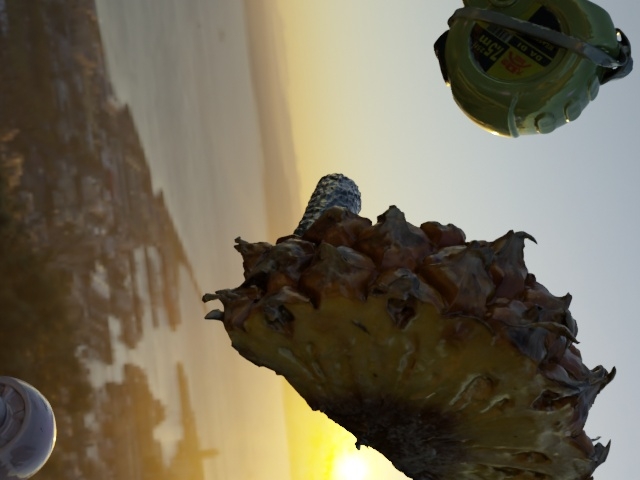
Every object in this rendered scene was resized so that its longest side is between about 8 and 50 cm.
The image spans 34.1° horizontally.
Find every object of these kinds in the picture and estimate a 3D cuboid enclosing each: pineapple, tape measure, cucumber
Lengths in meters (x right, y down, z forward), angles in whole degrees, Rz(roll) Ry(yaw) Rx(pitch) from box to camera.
[{"bbox_3d":[0.069,0.051,0.523,0.135,0.233,0.079,-40,-157,35],"label":"pineapple"},{"bbox_3d":[0.187,-0.171,0.962,0.177,0.154,0.087,34,-8,27],"label":"tape measure"},{"bbox_3d":[0.000,0.000,1.124,0.293,0.067,0.068,-67,152,-66],"label":"cucumber"}]

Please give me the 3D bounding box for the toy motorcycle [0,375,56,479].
[{"bbox_3d":[-0.292,0.169,0.674,0.112,0.254,0.112,160,-90,-85],"label":"toy motorcycle"}]
